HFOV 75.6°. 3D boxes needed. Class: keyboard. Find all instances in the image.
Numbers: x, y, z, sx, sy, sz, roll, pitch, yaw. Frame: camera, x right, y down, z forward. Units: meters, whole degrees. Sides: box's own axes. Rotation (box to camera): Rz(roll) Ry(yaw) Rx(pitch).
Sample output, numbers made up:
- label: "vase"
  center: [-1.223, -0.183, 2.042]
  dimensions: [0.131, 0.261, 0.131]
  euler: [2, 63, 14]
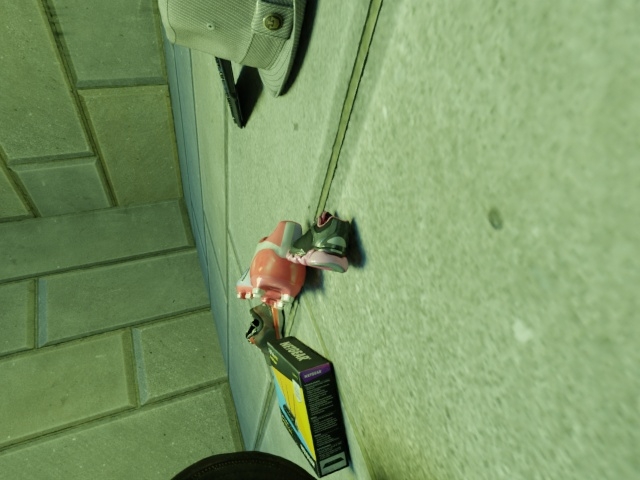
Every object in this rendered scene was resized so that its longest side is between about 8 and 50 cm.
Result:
- label: "keyboard"
  center: [-0.140, -0.240, 0.622]
  dimensions: [0.180, 0.023, 0.108]
  euler: [-166, 65, -81]

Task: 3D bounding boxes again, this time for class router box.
- label: "router box"
  center: [-0.025, 0.218, 0.577]
  dimensions: [0.179, 0.046, 0.133]
  euler: [174, 86, -70]

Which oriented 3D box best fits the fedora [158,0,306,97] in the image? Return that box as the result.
- label: "fedora"
  center: [-0.106, -0.277, 0.412]
  dimensions: [0.275, 0.124, 0.244]
  euler: [144, 114, -68]

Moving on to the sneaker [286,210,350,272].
- label: "sneaker"
  center: [0.000, 0.000, 0.413]
  dimensions: [0.119, 0.047, 0.057]
  euler: [179, 102, -69]

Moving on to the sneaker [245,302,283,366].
- label: "sneaker"
  center: [-0.103, 0.167, 0.734]
  dimensions: [0.061, 0.064, 0.158]
  euler: [-127, 32, -50]

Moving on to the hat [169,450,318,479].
- label: "hat"
  center: [0.024, 0.278, 0.293]
  dimensions: [0.134, 0.331, 0.331]
  euler: [-45, 46, 15]

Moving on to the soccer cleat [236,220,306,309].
- label: "soccer cleat"
  center: [-0.067, 0.042, 0.578]
  dimensions: [0.248, 0.083, 0.095]
  euler: [143, 144, -73]
